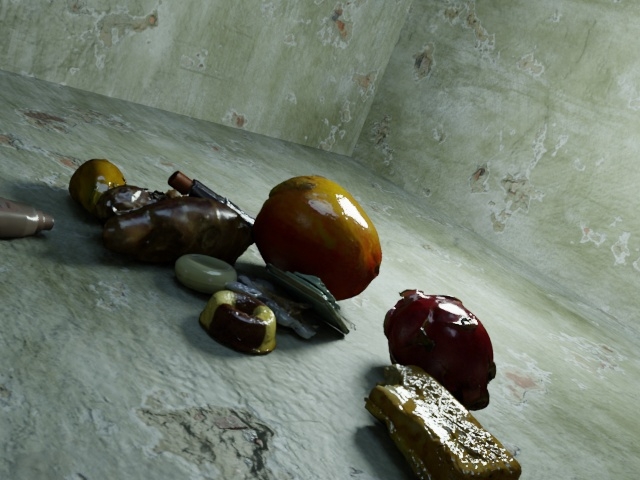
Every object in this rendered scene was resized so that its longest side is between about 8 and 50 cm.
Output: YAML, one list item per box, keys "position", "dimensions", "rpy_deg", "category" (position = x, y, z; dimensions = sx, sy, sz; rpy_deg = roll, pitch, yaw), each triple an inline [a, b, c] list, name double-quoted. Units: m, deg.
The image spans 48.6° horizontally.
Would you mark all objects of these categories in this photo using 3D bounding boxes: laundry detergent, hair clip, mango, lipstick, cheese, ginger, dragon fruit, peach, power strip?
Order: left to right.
- position: [-0.732, -0.067, 1.581]
  dimensions: [0.171, 0.076, 0.237]
  rpy_deg: [33, 19, 36]
  category: "laundry detergent"
- position: [-0.598, -0.136, 1.902]
  dimensions: [0.155, 0.151, 0.249]
  rpy_deg: [-15, 33, -10]
  category: "mango"
- position: [-0.376, -0.044, 1.800]
  dimensions: [0.418, 0.176, 0.254]
  rpy_deg: [4, 28, -36]
  category: "ginger"
- position: [-0.288, -0.091, 1.941]
  dimensions: [0.299, 0.081, 0.081]
  rpy_deg: [38, 8, -25]
  category: "lipstick"
- position: [-0.239, 0.093, 1.680]
  dimensions: [0.227, 0.065, 0.137]
  rpy_deg: [21, 17, 26]
  category: "cheese"
- position: [-0.101, 0.153, 1.715]
  dimensions: [0.257, 0.075, 0.146]
  rpy_deg: [26, 13, 38]
  category: "hair clip"
- position: [-0.018, 0.129, 1.740]
  dimensions: [0.213, 0.065, 0.198]
  rpy_deg: [29, -16, 29]
  category: "power strip"
- position: [-0.001, 0.001, 1.896]
  dimensions: [0.372, 0.373, 0.290]
  rpy_deg: [24, 46, 8]
  category: "peach"
- position: [0.274, 0.244, 1.629]
  dimensions: [0.250, 0.250, 0.315]
  rpy_deg: [17, 33, -16]
  category: "dragon fruit"

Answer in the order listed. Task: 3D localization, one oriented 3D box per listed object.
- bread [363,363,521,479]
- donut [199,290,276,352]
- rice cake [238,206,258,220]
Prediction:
- position: [0.203, 0.363, 1.351]
  dimensions: [0.185, 0.109, 0.380]
  rpy_deg: [4, 21, -27]
  category: "bread"
- position: [-0.173, 0.171, 1.545]
  dimensions: [0.166, 0.074, 0.184]
  rpy_deg: [8, 19, -35]
  category: "donut"
- position: [-0.209, -0.063, 2.313]
  dimensions: [0.206, 0.047, 0.036]
  rpy_deg: [20, 22, -2]
  category: "rice cake"
